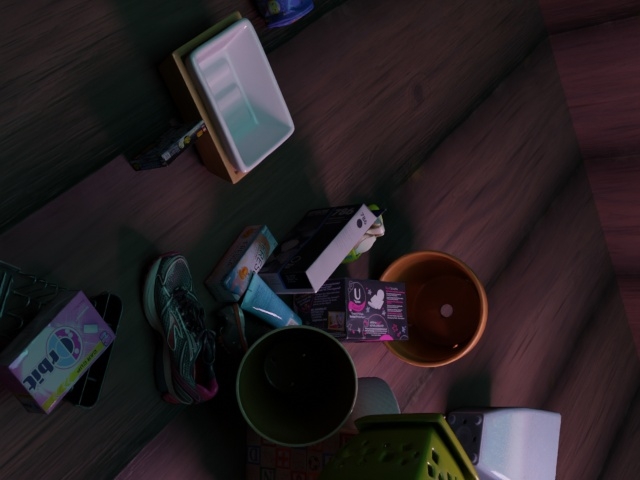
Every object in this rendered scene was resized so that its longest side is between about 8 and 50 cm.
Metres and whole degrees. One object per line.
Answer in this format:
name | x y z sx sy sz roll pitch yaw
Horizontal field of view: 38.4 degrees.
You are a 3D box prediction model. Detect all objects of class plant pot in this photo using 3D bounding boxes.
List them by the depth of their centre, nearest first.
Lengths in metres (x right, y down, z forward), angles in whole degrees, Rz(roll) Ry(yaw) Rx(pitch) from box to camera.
plant pot | 0.158 0.450 1.719 0.227 0.228 0.207 58 42 -27
plant pot | -0.055 0.281 1.904 0.254 0.237 0.237 -172 -103 -86
plant pot | 0.300 0.176 2.366 0.203 0.290 0.291 13 76 -67
plant pot | 0.487 0.576 2.580 0.252 0.247 0.247 21 70 -31

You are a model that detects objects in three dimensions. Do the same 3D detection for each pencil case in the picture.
pencil case | -0.113 -0.627 2.022 0.133 0.119 0.306 -46 122 -52

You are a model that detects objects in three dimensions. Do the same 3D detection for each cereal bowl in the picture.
cereal bowl | 0.065 0.472 2.029 0.141 0.339 0.339 2 84 -18

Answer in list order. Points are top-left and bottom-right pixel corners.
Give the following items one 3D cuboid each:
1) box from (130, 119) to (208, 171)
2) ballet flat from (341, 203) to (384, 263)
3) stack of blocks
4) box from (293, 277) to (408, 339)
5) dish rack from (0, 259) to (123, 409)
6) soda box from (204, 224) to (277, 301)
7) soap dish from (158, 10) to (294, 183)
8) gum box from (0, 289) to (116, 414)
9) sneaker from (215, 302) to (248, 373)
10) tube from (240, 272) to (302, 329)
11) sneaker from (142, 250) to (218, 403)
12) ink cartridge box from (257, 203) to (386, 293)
box | -0.292 -0.184 1.781 0.137 0.094 0.027 -50 124 -40
ballet flat | 0.114 -0.016 2.284 0.231 0.077 0.077 -46 121 -43
stack of blocks | -0.018 0.474 1.905 0.087 0.297 0.171 9 79 -51
box | 0.071 0.165 2.148 0.247 0.163 0.142 10 76 -51
dish rack | -0.474 0.154 1.545 0.271 0.074 0.208 31 63 -45
soda box | -0.166 0.047 1.943 0.058 0.063 0.183 59 46 -30
soap dish | -0.192 -0.294 1.896 0.229 0.118 0.291 -47 122 -42
gum box | -0.429 0.175 1.495 0.188 0.062 0.107 -53 125 -37
sneaker | -0.190 0.209 1.920 0.064 0.061 0.158 -11 101 -21
tube | -0.106 0.148 1.985 0.207 0.052 0.080 47 54 -53
sneaker | -0.258 0.167 1.781 0.120 0.112 0.299 -17 99 -51
ink cartridge box | 0.000 0.000 2.073 0.333 0.165 0.065 -48 122 -43
